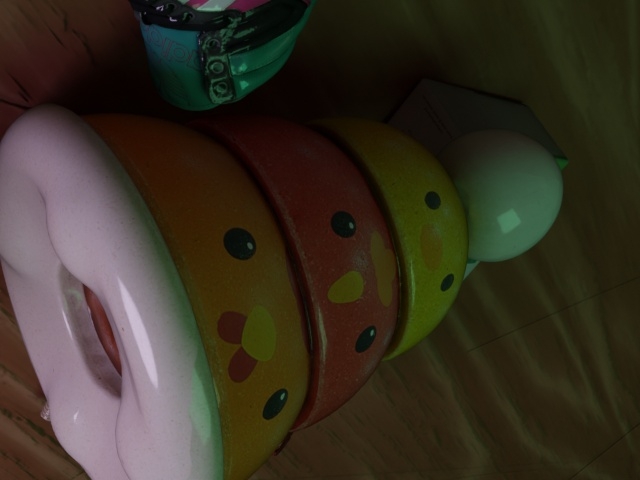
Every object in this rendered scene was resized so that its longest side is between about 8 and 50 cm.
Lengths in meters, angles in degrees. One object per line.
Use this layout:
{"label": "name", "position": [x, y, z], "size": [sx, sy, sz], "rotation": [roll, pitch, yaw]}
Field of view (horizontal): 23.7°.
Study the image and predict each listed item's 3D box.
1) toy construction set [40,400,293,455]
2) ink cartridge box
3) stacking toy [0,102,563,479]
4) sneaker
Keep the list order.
{"label": "toy construction set", "position": [-0.064, 0.171, 1.472], "size": [0.257, 0.309, 0.237], "rotation": [-5, 135, -46]}
{"label": "ink cartridge box", "position": [0.108, -0.040, 1.493], "size": [0.160, 0.092, 0.219], "rotation": [8, 131, -43]}
{"label": "stacking toy", "position": [0.000, 0.000, 1.258], "size": [0.480, 0.350, 0.350], "rotation": [-21, 146, -25]}
{"label": "sneaker", "position": [-0.120, -0.179, 1.113], "size": [0.295, 0.124, 0.178], "rotation": [-10, 132, -31]}
